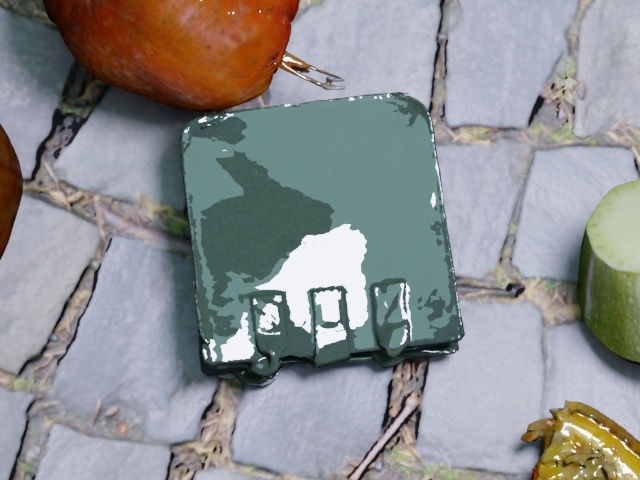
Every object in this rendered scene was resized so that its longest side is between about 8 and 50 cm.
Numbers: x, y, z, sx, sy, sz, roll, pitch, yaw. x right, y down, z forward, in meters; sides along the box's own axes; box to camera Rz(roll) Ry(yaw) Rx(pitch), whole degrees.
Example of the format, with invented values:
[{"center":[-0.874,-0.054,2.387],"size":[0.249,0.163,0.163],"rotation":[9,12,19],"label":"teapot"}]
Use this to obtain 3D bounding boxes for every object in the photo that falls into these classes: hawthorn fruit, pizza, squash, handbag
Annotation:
[{"center":[-0.110,-0.211,1.837],"size":[0.299,0.211,0.211],"rotation":[32,72,-8],"label":"hawthorn fruit"},{"center":[0.224,0.273,1.766],"size":[0.287,0.074,0.251],"rotation":[-10,70,-10],"label":"pizza"},{"center":[0.315,0.019,1.812],"size":[0.170,0.123,0.170],"rotation":[-10,50,12],"label":"squash"},{"center":[0.000,0.000,1.834],"size":[0.247,0.079,0.260],"rotation":[-5,73,-5],"label":"handbag"}]

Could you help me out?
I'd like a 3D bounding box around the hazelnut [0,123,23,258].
[{"center":[-0.373,-0.070,1.773],"size":[0.217,0.217,0.251],"rotation":[-24,52,-11],"label":"hazelnut"}]
